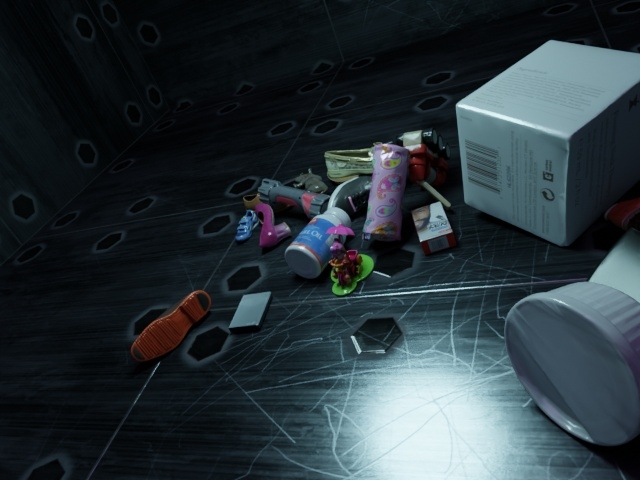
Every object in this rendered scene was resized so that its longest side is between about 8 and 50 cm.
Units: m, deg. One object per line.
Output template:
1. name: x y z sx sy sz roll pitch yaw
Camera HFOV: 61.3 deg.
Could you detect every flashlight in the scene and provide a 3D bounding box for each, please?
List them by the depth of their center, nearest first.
1. flashlight: -0.086 -0.131 1.866 0.304 0.103 0.103 15 69 38

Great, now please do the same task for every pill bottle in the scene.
1. pill bottle: 0.000 0.000 1.622 0.124 0.124 0.221 4 41 37

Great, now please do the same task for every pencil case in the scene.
1. pencil case: 0.191 -0.136 1.580 0.124 0.284 0.124 8 -2 0

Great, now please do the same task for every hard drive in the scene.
1. hard drive: -0.198 0.204 1.541 0.094 0.022 0.135 -10 34 21

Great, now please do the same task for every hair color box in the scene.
1. hair color box: 0.320 -0.037 1.539 0.093 0.053 0.167 -18 31 10

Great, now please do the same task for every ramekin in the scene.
1. ramekin: 0.457 0.195 0.918 0.127 0.273 0.273 -22 29 -22

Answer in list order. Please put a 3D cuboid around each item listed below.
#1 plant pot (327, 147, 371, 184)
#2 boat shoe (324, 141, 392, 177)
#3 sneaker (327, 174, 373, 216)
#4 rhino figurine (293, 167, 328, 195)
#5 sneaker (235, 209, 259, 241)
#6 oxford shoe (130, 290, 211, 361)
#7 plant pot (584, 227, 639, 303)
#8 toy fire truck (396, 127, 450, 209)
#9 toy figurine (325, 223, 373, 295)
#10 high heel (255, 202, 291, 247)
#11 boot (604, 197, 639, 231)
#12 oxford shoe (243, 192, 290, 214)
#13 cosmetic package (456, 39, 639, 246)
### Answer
1. plant pot: 0.141 -0.274 2.028 0.236 0.032 0.236 -17 31 11
2. boat shoe: 0.149 -0.276 1.812 0.285 0.089 0.104 -9 22 20
3. sneaker: 0.154 -0.154 1.767 0.296 0.104 0.147 -39 30 -31
4. rhino figurine: -0.040 -0.205 2.003 0.106 0.073 0.243 -28 30 0
5. sneaker: -0.270 -0.052 1.936 0.053 0.059 0.144 -4 37 24
6. oxford shoe: -0.442 0.253 1.583 0.271 0.097 0.098 -40 15 -32
7. plant pot: 0.601 0.124 1.009 0.167 0.187 0.188 -35 32 3
8. toy fire truck: 0.344 -0.206 1.689 0.158 0.217 0.246 -3 79 29
9. toy figurine: 0.057 0.038 1.494 0.130 0.159 0.173 -3 37 29
10. high heel: -0.204 -0.052 1.876 0.117 0.082 0.244 -25 43 -19
11. boot: 0.773 -0.085 1.316 0.158 0.059 0.084 -30 27 -9
12. oxford shoe: -0.201 -0.143 2.015 0.212 0.076 0.076 -3 35 27
13. cosmetic package: 0.612 -0.265 1.394 0.393 0.329 0.327 -36 42 -20
